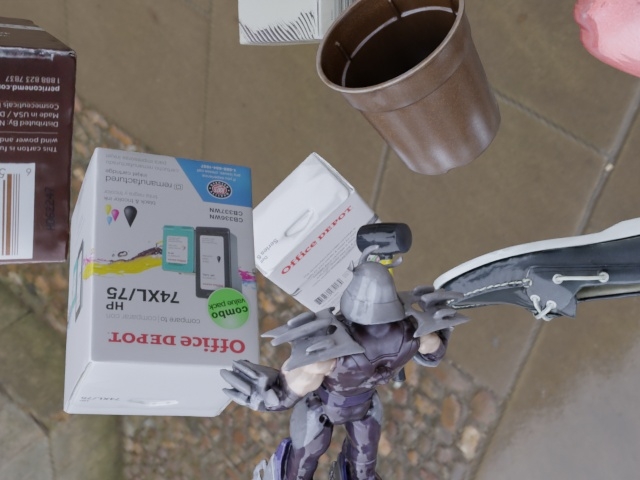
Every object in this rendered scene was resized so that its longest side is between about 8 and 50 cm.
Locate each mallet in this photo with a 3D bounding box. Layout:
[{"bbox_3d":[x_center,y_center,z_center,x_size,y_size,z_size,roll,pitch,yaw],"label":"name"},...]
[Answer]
[{"bbox_3d":[0.090,0.070,1.087,0.062,0.039,0.190,-13,89,39],"label":"mallet"}]

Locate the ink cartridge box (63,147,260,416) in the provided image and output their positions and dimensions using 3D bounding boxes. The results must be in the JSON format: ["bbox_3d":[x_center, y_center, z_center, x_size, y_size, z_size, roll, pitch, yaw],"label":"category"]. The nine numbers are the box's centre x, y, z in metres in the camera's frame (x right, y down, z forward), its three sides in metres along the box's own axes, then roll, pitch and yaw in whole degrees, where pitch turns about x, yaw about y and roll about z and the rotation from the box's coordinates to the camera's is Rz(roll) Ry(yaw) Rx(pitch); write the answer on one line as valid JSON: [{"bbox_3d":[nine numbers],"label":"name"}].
[{"bbox_3d":[-0.198,0.060,1.142,0.197,0.198,0.270,130,140,-55],"label":"ink cartridge box"}]

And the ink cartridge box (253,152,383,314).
[{"bbox_3d":[0.000,0.000,1.581,0.115,0.198,0.273,46,-179,29],"label":"ink cartridge box"}]

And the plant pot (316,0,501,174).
[{"bbox_3d":[0.107,-0.169,1.000,0.167,0.167,0.165,11,153,41],"label":"plant pot"}]

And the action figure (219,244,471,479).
[{"bbox_3d":[0.012,0.123,0.704,0.099,0.185,0.285,-123,36,-49],"label":"action figure"}]

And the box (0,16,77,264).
[{"bbox_3d":[-0.299,-0.088,0.743,0.203,0.168,0.167,37,125,58],"label":"box"}]

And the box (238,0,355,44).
[{"bbox_3d":[-0.024,-0.357,1.458,0.275,0.113,0.094,17,110,61],"label":"box"}]

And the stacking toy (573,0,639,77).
[{"bbox_3d":[0.176,-0.204,0.370,0.279,0.130,0.309,11,114,-6],"label":"stacking toy"}]

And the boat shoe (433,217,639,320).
[{"bbox_3d":[0.286,0.045,1.081,0.114,0.302,0.091,42,-146,-72],"label":"boat shoe"}]
